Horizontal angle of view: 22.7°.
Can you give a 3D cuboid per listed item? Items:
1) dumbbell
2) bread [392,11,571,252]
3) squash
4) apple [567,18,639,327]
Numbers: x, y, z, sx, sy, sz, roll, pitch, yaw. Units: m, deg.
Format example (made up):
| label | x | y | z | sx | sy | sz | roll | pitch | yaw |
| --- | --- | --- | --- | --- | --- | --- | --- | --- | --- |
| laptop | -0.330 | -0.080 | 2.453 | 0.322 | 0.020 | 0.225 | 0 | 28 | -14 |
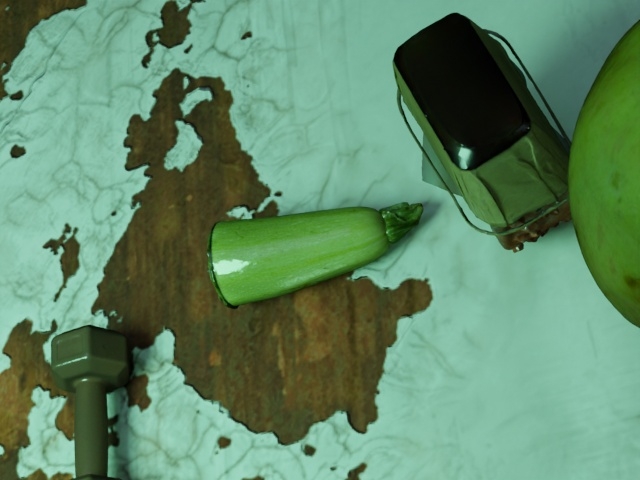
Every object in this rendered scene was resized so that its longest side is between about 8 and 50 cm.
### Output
| label | x | y | z | sx | sy | sz | roll | pitch | yaw |
| --- | --- | --- | --- | --- | --- | --- | --- | --- | --- |
| dumbbell | -0.238 | 0.202 | 1.659 | 0.092 | 0.082 | 0.230 | -18 | 57 | 21 |
| bread | 0.157 | -0.094 | 1.519 | 0.142 | 0.212 | 0.224 | -30 | 57 | 6 |
| squash | 0.000 | 0.000 | 1.644 | 0.224 | 0.094 | 0.094 | -15 | 58 | 14 |
| apple | 0.363 | -0.069 | 1.332 | 0.339 | 0.305 | 0.338 | -14 | 57 | 24 |
